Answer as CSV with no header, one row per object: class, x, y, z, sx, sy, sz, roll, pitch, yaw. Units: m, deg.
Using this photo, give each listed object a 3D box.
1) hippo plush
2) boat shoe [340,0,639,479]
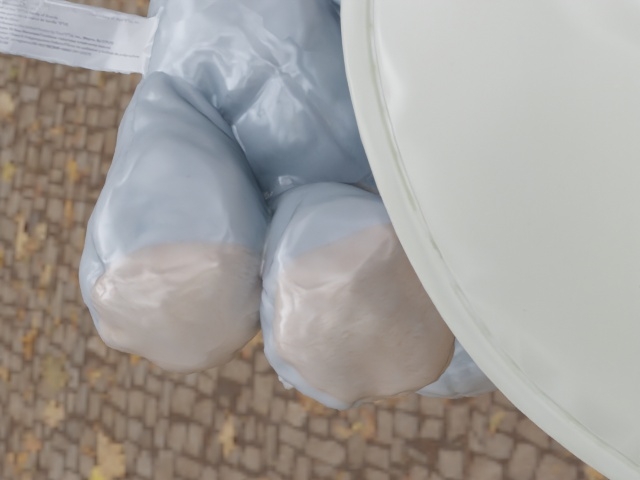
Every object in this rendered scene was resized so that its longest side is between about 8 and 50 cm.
hippo plush,0.000,0.000,0.636,0.294,0.236,0.234,16,61,23
boat shoe,0.129,0.020,0.401,0.319,0.099,0.116,46,118,-7
